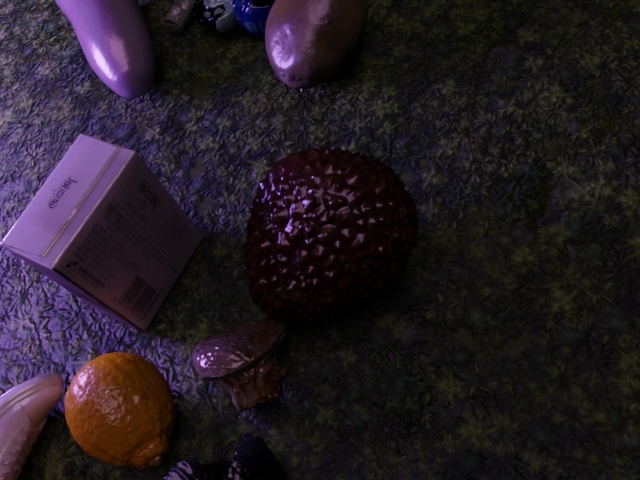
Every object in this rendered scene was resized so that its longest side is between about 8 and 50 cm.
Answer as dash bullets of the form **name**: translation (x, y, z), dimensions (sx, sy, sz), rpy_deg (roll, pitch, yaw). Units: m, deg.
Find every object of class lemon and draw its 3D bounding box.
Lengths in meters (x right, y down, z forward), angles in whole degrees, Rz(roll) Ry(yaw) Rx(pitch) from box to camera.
- **lemon**: translation (-0.278, 0.240, 0.828), dimensions (0.142, 0.142, 0.187), rpy_deg (-41, 69, -10)

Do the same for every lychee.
- **lychee**: translation (0.000, 0.000, 0.844), dimensions (0.272, 0.271, 0.271), rpy_deg (-4, 63, 9)

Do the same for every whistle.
- **whistle**: translation (-0.259, -0.557, 1.270), dimensions (0.126, 0.067, 0.257), rpy_deg (19, 73, 19)

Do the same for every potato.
- **potato**: translation (-0.011, -0.392, 1.090), dimensions (0.178, 0.160, 0.234), rpy_deg (4, 74, 55)

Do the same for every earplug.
- **earplug**: translation (-0.409, -0.409, 1.178), dimensions (0.173, 0.172, 0.301), rpy_deg (-26, 68, -3)

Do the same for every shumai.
- **shumai**: translation (-0.107, 0.185, 0.851), dimensions (0.146, 0.145, 0.116), rpy_deg (-19, 104, 1)

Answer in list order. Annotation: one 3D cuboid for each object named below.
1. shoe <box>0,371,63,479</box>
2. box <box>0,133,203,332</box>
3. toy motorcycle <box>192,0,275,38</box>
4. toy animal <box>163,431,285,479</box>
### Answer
- **shoe**: translation (-0.463, 0.317, 0.857), dimensions (0.265, 0.095, 0.110), rpy_deg (-43, 70, -6)
- **box**: translation (-0.309, -0.001, 0.888), dimensions (0.111, 0.260, 0.194), rpy_deg (19, 67, 23)
- **toy motorcycle**: translation (-0.103, -0.536, 1.202), dimensions (0.196, 0.125, 0.331), rpy_deg (38, 79, 23)
- **toy animal**: translation (-0.116, 0.364, 0.748), dimensions (0.180, 0.116, 0.218), rpy_deg (30, 66, 23)
